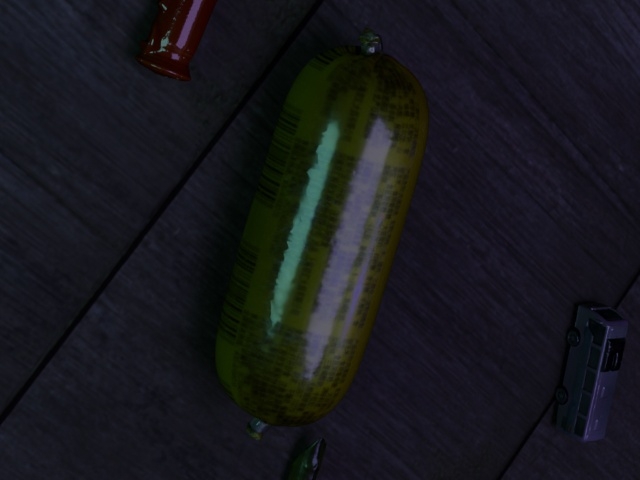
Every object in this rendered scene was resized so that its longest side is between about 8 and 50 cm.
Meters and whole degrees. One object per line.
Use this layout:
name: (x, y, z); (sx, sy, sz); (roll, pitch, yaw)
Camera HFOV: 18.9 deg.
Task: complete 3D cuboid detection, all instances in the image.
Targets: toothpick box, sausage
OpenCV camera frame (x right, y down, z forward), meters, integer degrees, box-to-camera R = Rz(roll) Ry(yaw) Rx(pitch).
toothpick box: (-0.106, -0.163, 1.442); (0.047, 0.047, 0.083); (19, 96, -41)
sausage: (0.000, 0.000, 1.538); (0.123, 0.123, 0.347); (9, 102, -40)

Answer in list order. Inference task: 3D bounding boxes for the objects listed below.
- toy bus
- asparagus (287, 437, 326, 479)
toy bus: (0.260, 0.127, 1.841); (0.037, 0.052, 0.130); (-2, 109, -36)
asparagus: (-0.045, 0.278, 1.677); (0.034, 0.027, 0.236); (20, 95, -36)
